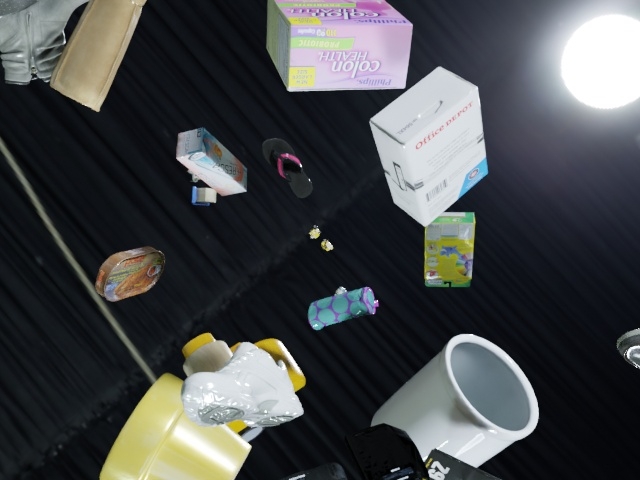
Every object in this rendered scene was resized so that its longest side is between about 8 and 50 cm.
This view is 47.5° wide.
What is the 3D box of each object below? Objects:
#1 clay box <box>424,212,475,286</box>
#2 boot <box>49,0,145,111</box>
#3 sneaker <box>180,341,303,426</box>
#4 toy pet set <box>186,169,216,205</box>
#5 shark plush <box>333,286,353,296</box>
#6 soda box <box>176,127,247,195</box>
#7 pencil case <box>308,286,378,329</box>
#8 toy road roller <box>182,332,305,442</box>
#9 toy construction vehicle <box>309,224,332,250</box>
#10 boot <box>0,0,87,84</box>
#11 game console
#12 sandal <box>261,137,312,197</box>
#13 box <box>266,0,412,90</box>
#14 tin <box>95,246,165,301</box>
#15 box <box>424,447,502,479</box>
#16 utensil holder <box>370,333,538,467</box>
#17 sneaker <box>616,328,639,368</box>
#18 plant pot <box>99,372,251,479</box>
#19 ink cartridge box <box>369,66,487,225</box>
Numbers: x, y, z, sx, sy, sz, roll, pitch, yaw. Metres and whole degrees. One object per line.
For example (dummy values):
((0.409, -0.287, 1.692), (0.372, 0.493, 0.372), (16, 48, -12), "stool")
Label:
((0.340, 0.028, 1.931), (0.053, 0.128, 0.222), (-80, 169, -51), "clay box")
((-0.391, -0.378, 1.241), (0.089, 0.236, 0.269), (23, 96, -46), "boot")
((-0.117, 0.197, 1.016), (0.090, 0.115, 0.232), (-25, 154, 21), "sneaker")
((-0.294, -0.148, 1.862), (0.065, 0.114, 0.122), (1, 177, 37), "toy pet set")
((0.087, 0.175, 2.100), (0.161, 0.073, 0.067), (20, 95, -47), "shark plush")
((-0.216, -0.155, 1.474), (0.063, 0.058, 0.183), (-10, 155, 21), "soda box")
((0.049, 0.153, 1.643), (0.152, 0.064, 0.070), (-17, 148, 21), "pencil case")
((-0.176, 0.333, 1.783), (0.241, 0.202, 0.329), (-32, 153, -12), "toy road roller")
((0.000, 0.000, 2.196), (0.035, 0.086, 0.098), (-38, -166, -1), "toy construction vehicle")
((-0.504, -0.398, 1.389), (0.247, 0.161, 0.083), (-20, -161, -5), "boot")
((0.034, 0.493, 1.520), (0.361, 0.043, 0.213), (-16, -161, -8), "game console")
((-0.074, -0.175, 1.757), (0.067, 0.179, 0.040), (-39, -154, -3), "sandal")
((0.024, -0.372, 1.329), (0.214, 0.243, 0.117), (-3, 123, -12), "box")
((-0.413, 0.069, 1.585), (0.190, 0.040, 0.106), (-16, 134, -63), "tin")
((0.316, 0.694, 1.767), (0.322, 0.257, 0.079), (-46, 142, -37), "box")
((0.375, 0.510, 2.113), (0.385, 0.327, 0.327), (-49, 173, 35), "utensil holder")
((0.594, 0.225, 1.181), (0.083, 0.222, 0.118), (107, 2, -47), "sneaker")
((-0.287, 0.444, 1.518), (0.254, 0.239, 0.254), (-60, 178, -3), "plant pot")
((0.174, -0.144, 1.135), (0.148, 0.086, 0.203), (-39, 142, -11), "ink cartridge box")
